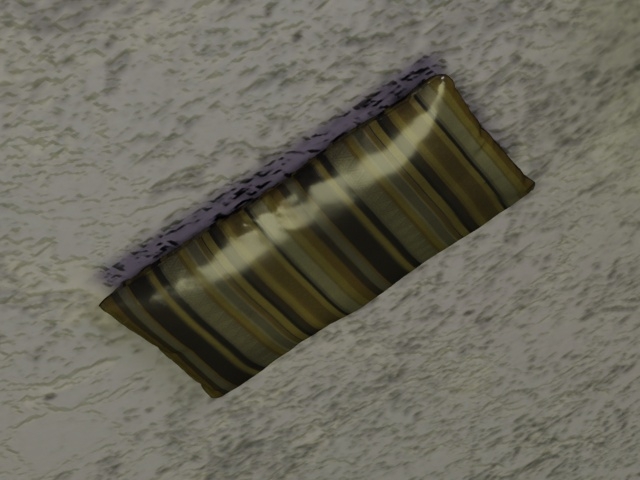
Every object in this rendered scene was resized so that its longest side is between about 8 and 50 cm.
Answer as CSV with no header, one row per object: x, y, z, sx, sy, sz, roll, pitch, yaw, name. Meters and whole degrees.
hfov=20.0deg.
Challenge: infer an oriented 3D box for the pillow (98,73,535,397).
0.000,0.000,0.897,0.203,0.038,0.113,-33,140,10,pillow
